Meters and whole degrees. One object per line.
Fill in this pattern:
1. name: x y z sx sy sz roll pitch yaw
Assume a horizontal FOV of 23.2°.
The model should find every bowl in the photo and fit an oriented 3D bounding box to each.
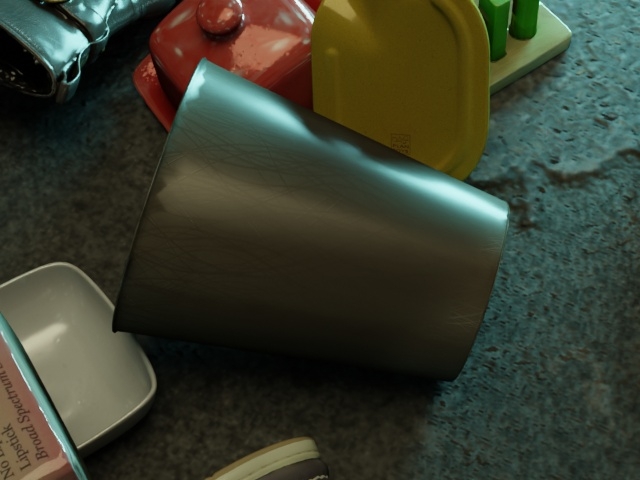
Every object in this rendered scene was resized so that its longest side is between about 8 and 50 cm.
1. bowl: -0.192 0.098 1.058 0.142 0.053 0.142 -31 62 -15

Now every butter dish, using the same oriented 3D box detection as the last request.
1. butter dish: -0.059 -0.142 1.154 0.160 0.118 0.160 -38 63 -3

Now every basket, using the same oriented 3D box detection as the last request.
1. basket: 0.000 0.000 1.042 0.227 0.154 0.204 17 60 -1

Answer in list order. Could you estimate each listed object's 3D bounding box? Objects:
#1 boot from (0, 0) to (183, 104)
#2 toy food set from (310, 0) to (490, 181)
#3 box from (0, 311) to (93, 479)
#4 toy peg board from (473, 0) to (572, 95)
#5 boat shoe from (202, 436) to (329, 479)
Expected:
1. boot: -0.234 -0.215 1.190 0.263 0.091 0.229 31 40 17
2. toy food set: 0.064 -0.104 1.119 0.128 0.218 0.071 7 28 15
3. box: -0.261 0.156 0.922 0.232 0.127 0.149 -29 61 -10
4. toy peg board: 0.087 -0.189 1.213 0.161 0.079 0.161 -32 62 -17
5. boat shoe: -0.101 0.229 0.949 0.285 0.103 0.092 -34 72 -18
